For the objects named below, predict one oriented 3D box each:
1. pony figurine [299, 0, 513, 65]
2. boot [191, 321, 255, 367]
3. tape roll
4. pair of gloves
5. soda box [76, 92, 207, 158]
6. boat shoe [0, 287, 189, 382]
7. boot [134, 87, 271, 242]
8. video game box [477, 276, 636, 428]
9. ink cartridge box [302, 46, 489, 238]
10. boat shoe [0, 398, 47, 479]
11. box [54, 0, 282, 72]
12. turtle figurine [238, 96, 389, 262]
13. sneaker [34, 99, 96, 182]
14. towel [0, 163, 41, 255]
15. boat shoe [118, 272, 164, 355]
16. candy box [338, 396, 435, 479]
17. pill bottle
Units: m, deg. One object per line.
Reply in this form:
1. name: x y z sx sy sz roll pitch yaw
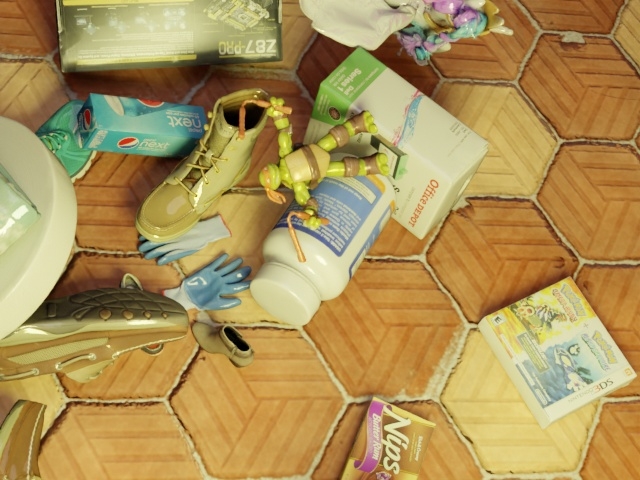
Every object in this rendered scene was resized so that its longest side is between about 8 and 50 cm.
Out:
1. pony figurine: 0.137 -0.443 1.920 0.351 0.363 0.303 28 91 -17
2. boot: -0.151 0.153 1.707 0.118 0.087 0.042 36 63 9
3. tape roll: -0.550 -0.012 1.629 0.391 0.072 0.392 -8 62 16
4. pair of gloves: -0.206 0.032 1.798 0.159 0.023 0.198 -18 68 -20
5. soda box: -0.294 -0.189 1.832 0.210 0.067 0.071 3 60 -35
6. boat shoe: -0.360 0.149 1.657 0.324 0.117 0.123 -4 23 -5
7. boot: -0.186 -0.124 1.765 0.095 0.203 0.262 43 55 8
8. video game box: 0.394 0.184 1.823 0.187 0.048 0.205 -22 69 -24
9. ink cartridge box: 0.122 -0.161 1.862 0.278 0.201 0.117 38 62 10
10. boat shoe: -0.425 0.388 1.520 0.119 0.122 0.324 15 69 -9
11. box: -0.265 -0.462 1.901 0.394 0.097 0.318 -6 106 -13
12. turtle figurine: -0.006 -0.110 1.713 0.217 0.087 0.270 -18 80 -15
13. sneaker: -0.452 -0.130 1.785 0.107 0.110 0.275 29 60 5
14. towel: -0.612 -0.037 1.575 0.320 0.090 0.374 -46 58 -3
15. boat shoe: -0.283 0.116 1.726 0.049 0.043 0.137 -17 68 -21
16. candy box: 0.094 0.346 1.674 0.109 0.053 0.187 24 62 2
17. pill bottle: 0.000 0.000 1.782 0.152 0.152 0.272 31 61 6
